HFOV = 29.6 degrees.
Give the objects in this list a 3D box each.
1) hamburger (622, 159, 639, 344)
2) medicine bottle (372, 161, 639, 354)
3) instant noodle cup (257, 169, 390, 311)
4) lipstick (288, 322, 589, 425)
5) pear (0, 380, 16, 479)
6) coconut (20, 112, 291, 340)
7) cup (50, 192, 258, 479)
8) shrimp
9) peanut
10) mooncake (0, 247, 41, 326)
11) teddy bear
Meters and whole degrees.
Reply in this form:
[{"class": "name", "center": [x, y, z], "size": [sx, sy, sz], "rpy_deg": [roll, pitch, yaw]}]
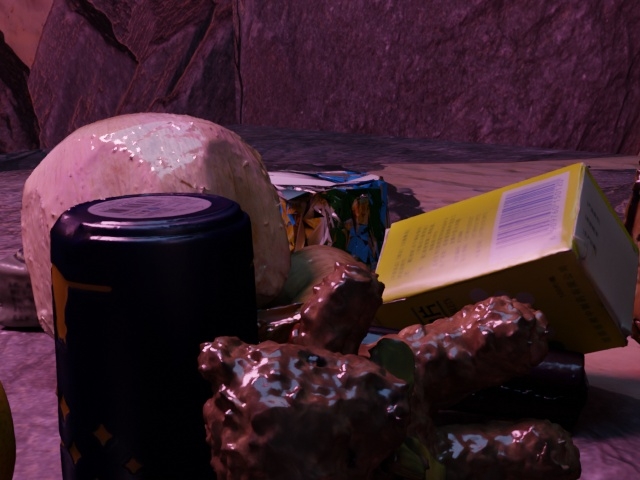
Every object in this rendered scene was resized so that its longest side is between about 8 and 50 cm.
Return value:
[{"class": "hamburger", "center": [0.491, -0.004, 1.306], "size": [0.276, 0.318, 0.195], "rpy_deg": [15, 10, 36]}, {"class": "medicine bottle", "center": [0.188, 0.039, 1.255], "size": [0.250, 0.137, 0.141], "rpy_deg": [-17, 37, 34]}, {"class": "instant noodle cup", "center": [0.000, 0.000, 1.659], "size": [0.240, 0.178, 0.240], "rpy_deg": [-1, 11, 0]}, {"class": "lipstick", "center": [0.114, 0.127, 1.199], "size": [0.299, 0.081, 0.081], "rpy_deg": [8, 13, 6]}, {"class": "pear", "center": [-0.333, 0.149, 0.911], "size": [0.208, 0.209, 0.209], "rpy_deg": [-1, 12, 0]}, {"class": "coconut", "center": [-0.189, -0.016, 1.371], "size": [0.297, 0.255, 0.297], "rpy_deg": [-14, -12, -3]}, {"class": "cup", "center": [-0.169, 0.093, 1.026], "size": [0.254, 0.256, 0.178], "rpy_deg": [4, 13, 31]}, {"class": "shrimp", "center": [-0.139, 0.119, 1.251], "size": [0.287, 0.063, 0.152], "rpy_deg": [-17, 0, 5]}, {"class": "peanut", "center": [0.002, 0.082, 1.412], "size": [0.137, 0.122, 0.253], "rpy_deg": [-7, 17, -10]}, {"class": "mooncake", "center": [-0.293, 0.032, 1.643], "size": [0.254, 0.136, 0.250], "rpy_deg": [1, 15, 13]}, {"class": "teddy bear", "center": [0.061, 0.128, 0.922], "size": [0.296, 0.246, 0.222], "rpy_deg": [-12, -14, -6]}]
